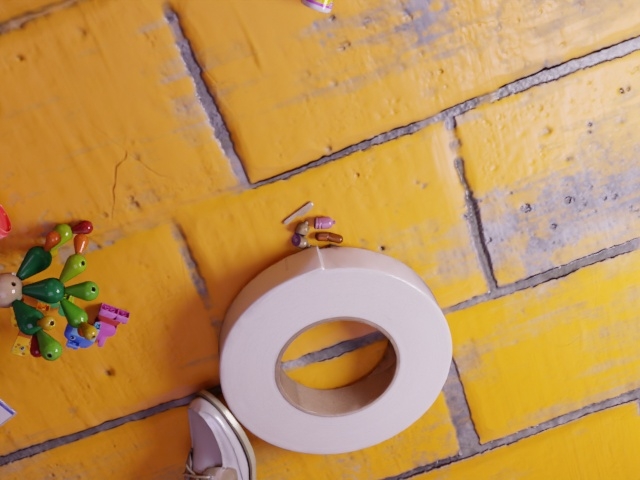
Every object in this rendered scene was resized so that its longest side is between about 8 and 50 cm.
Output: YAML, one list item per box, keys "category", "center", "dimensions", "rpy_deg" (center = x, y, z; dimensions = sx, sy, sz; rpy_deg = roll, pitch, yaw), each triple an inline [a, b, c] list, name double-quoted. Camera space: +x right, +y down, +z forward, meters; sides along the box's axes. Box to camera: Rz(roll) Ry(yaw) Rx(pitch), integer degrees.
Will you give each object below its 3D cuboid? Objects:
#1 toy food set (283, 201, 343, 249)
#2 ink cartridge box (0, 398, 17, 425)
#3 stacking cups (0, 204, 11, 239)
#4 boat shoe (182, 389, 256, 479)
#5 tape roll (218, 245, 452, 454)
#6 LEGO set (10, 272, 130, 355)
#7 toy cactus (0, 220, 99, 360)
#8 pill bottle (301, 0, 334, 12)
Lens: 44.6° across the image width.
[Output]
- category: "toy food set"
  center: [0.000, 0.000, 1.233]
  dimensions: [0.078, 0.019, 0.122]
  rpy_deg: [-36, 116, 11]
- category: "ink cartridge box"
  center: [-0.657, 0.235, 1.124]
  dimensions: [0.307, 0.072, 0.304]
  rpy_deg: [-39, 113, 3]
- category: "stacking cups"
  center: [-0.597, 0.043, 1.130]
  dimensions: [0.316, 0.096, 0.096]
  rpy_deg: [-25, 117, 5]
- category: "boat shoe"
  center: [-0.177, 0.397, 1.344]
  dimensions: [0.103, 0.113, 0.302]
  rpy_deg: [-33, 123, -31]
- category: "tape roll"
  center: [0.024, 0.190, 1.296]
  dimensions: [0.391, 0.072, 0.392]
  rpy_deg: [-4, 121, -6]
- category: "LEGO set"
  center: [-0.423, 0.131, 1.203]
  dimensions: [0.227, 0.087, 0.093]
  rpy_deg: [23, 111, -17]
- category: "toy cactus"
  center: [-0.409, 0.071, 1.124]
  dimensions: [0.180, 0.219, 0.112]
  rpy_deg: [0, 160, -7]
- category: "pill bottle"
  center: [0.007, -0.350, 1.042]
  dimensions: [0.043, 0.043, 0.083]
  rpy_deg: [15, 114, -15]
